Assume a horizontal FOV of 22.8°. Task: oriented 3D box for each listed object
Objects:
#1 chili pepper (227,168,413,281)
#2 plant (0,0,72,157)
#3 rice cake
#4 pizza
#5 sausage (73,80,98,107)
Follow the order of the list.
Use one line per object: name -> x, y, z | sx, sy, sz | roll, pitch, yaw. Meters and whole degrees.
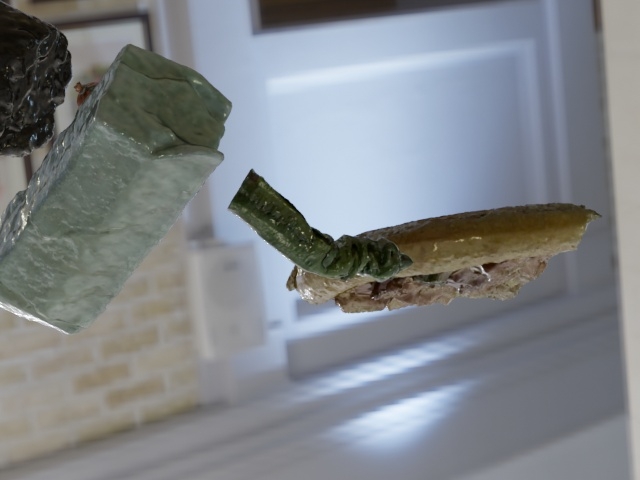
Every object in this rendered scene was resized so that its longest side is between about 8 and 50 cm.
chili pepper -> 0.000, 0.000, 0.632 | 0.083, 0.027, 0.022 | 26, 136, -22
plant -> -0.313, -0.150, 1.310 | 0.203, 0.131, 0.142 | 26, -178, 23
rice cake -> -0.111, -0.019, 0.788 | 0.069, 0.063, 0.206 | 24, 140, -15
pizza -> 0.108, 0.021, 1.316 | 0.292, 0.058, 0.197 | -12, 167, 31
sausage -> -0.146, -0.087, 1.196 | 0.031, 0.031, 0.107 | 4, 153, 44
